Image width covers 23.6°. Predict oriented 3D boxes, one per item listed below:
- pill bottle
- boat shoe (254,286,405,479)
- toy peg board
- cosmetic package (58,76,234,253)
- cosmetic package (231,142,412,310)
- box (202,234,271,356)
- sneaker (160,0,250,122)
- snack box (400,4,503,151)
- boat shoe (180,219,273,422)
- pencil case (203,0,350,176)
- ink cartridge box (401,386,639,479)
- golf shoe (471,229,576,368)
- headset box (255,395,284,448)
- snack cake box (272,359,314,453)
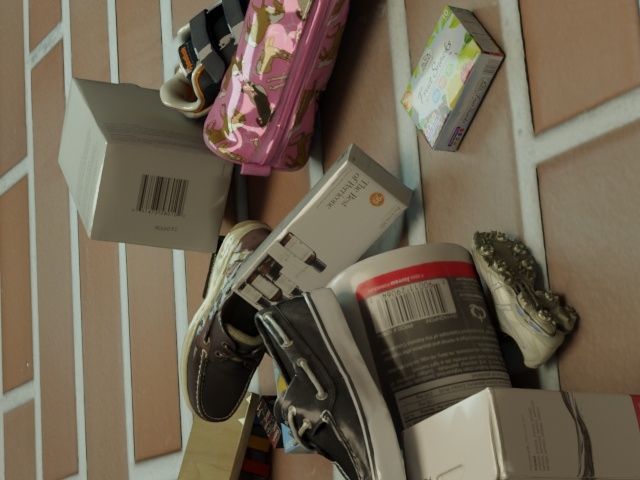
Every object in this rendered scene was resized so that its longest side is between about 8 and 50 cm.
[{"bbox_3d":[0.123,0.177,1.658,0.176,0.176,0.318,-40,59,51],"label":"pill bottle"},{"bbox_3d":[0.005,0.170,1.543,0.108,0.102,0.301,87,165,-48],"label":"boat shoe"},{"bbox_3d":[-0.124,0.304,2.198,0.161,0.079,0.160,-7,65,59],"label":"toy peg board"},{"bbox_3d":[-0.271,-0.121,2.304,0.365,0.197,0.155,-129,48,-65],"label":"cosmetic package"},{"bbox_3d":[0.000,0.000,1.905,0.239,0.099,0.060,-48,12,25],"label":"cosmetic package"},{"bbox_3d":[-0.083,0.078,2.148,0.244,0.060,0.100,35,116,56],"label":"box"},{"bbox_3d":[-0.125,-0.283,2.204,0.321,0.127,0.126,-54,41,40],"label":"sneaker"},{"bbox_3d":[0.153,-0.190,1.799,0.141,0.037,0.100,-65,35,32],"label":"snack box"},{"bbox_3d":[-0.110,0.117,2.033,0.092,0.103,0.285,38,113,60],"label":"boat shoe"},{"bbox_3d":[-0.034,-0.275,2.017,0.160,0.167,0.386,31,119,18],"label":"pencil case"},{"bbox_3d":[0.210,0.208,1.474,0.158,0.218,0.092,-37,55,52],"label":"ink cartridge box"},{"bbox_3d":[0.203,0.063,1.658,0.176,0.069,0.086,-118,37,-43],"label":"golf shoe"},{"bbox_3d":[-0.043,0.246,2.059,0.083,0.062,0.032,58,135,45],"label":"headset box"},{"bbox_3d":[0.043,0.160,1.896,0.264,0.089,0.152,-37,54,53],"label":"snack cake box"}]
